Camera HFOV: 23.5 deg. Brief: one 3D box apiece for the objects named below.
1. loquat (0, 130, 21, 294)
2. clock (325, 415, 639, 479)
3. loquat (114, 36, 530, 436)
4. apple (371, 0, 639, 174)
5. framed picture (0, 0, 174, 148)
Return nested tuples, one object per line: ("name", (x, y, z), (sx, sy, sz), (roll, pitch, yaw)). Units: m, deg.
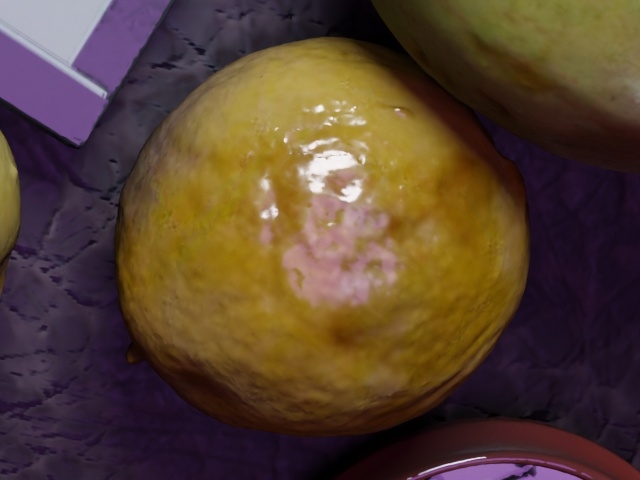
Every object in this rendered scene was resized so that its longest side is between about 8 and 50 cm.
("loquat", (-0.251, -0.006, 0.794), (0.213, 0.213, 0.213), (-3, 105, -13))
("clock", (0.103, 0.270, 1.018), (0.318, 0.080, 0.319), (-1, 99, -8))
("loquat", (0.000, 0.000, 0.860), (0.238, 0.193, 0.238), (-1, 119, -2))
("apple", (0.170, -0.209, 0.788), (0.305, 0.338, 0.339), (24, 98, -2))
("framed picture", (-0.148, -0.260, 0.825), (0.265, 0.016, 0.347), (32, 87, -19))
